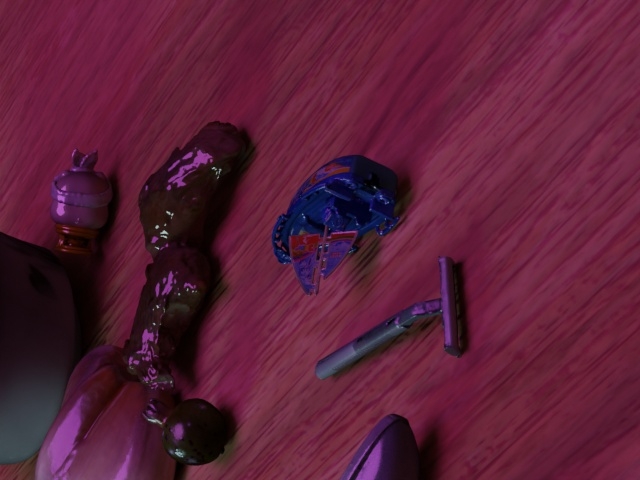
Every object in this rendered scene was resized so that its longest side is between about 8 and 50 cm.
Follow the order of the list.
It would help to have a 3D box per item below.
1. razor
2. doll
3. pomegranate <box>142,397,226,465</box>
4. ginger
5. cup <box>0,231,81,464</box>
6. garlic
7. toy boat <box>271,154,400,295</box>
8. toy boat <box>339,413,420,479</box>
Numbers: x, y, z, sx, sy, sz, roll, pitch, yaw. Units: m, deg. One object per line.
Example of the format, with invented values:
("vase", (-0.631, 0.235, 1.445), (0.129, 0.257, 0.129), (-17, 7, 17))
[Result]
("razor", (0.052, 0.086, 1.570), (0.211, 0.036, 0.084), (-31, 54, 50))
("doll", (-0.285, -0.048, 2.116), (0.084, 0.073, 0.127), (-83, 2, -88))
("pomegranate", (-0.137, 0.193, 1.791), (0.073, 0.084, 0.073), (-169, 90, -69))
("ginger", (-0.154, 0.011, 1.870), (0.122, 0.084, 0.290), (30, 106, 63))
("cup", (-0.399, 0.133, 2.150), (0.347, 0.163, 0.347), (-21, 65, 54))
("garlic", (-0.241, 0.244, 1.926), (0.217, 0.110, 0.228), (27, 104, 53))
("toy boat", (0.000, 0.000, 1.623), (0.175, 0.091, 0.110), (-35, 37, 54))
("toy boat", (0.020, 0.260, 1.531), (0.085, 0.078, 0.261), (40, 118, 38))
